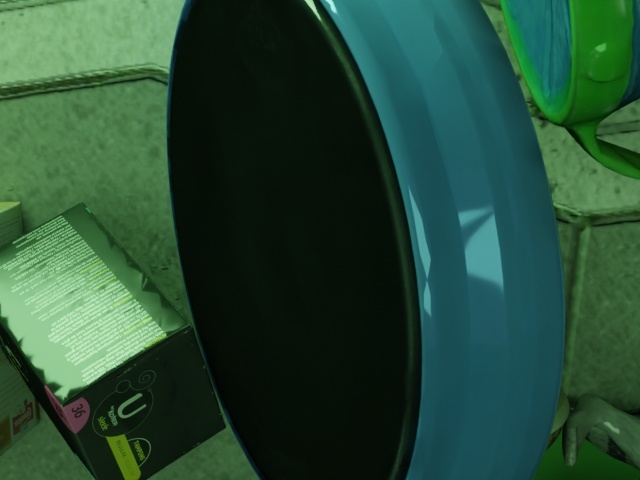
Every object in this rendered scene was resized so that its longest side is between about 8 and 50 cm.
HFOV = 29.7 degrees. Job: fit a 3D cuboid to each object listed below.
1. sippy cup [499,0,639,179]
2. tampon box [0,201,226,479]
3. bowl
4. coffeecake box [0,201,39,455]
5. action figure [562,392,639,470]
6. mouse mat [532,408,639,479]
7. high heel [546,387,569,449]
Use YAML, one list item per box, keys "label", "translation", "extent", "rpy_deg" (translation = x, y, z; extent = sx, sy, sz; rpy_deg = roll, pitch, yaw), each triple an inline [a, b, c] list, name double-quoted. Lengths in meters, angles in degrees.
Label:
- label: "sippy cup"
  translation: [0.230, -0.205, 0.744]
  extent: [0.224, 0.305, 0.240]
  rpy_deg: [-12, 56, 0]
- label: "tampon box"
  translation: [-0.159, 0.076, 0.850]
  extent: [0.101, 0.161, 0.120]
  rpy_deg: [-32, 139, -18]
- label: "bowl"
  translation: [0.000, 0.000, 0.737]
  extent: [0.077, 0.391, 0.391]
  rpy_deg: [-11, 102, -24]
- label: "coffeecake box"
  translation: [-0.276, 0.073, 0.906]
  extent: [0.068, 0.142, 0.185]
  rpy_deg: [0, 101, 10]
- label: "action figure"
  translation: [0.326, 0.140, 0.797]
  extent: [0.330, 0.178, 0.341]
  rpy_deg: [0, 120, 9]
- label: "mouse mat"
  translation: [0.203, 0.226, 0.936]
  extent: [0.153, 0.007, 0.189]
  rpy_deg: [-9, 101, 10]
- label: "high heel"
  translation: [0.073, 0.141, 0.809]
  extent: [0.093, 0.261, 0.186]
  rpy_deg: [37, 102, -7]
